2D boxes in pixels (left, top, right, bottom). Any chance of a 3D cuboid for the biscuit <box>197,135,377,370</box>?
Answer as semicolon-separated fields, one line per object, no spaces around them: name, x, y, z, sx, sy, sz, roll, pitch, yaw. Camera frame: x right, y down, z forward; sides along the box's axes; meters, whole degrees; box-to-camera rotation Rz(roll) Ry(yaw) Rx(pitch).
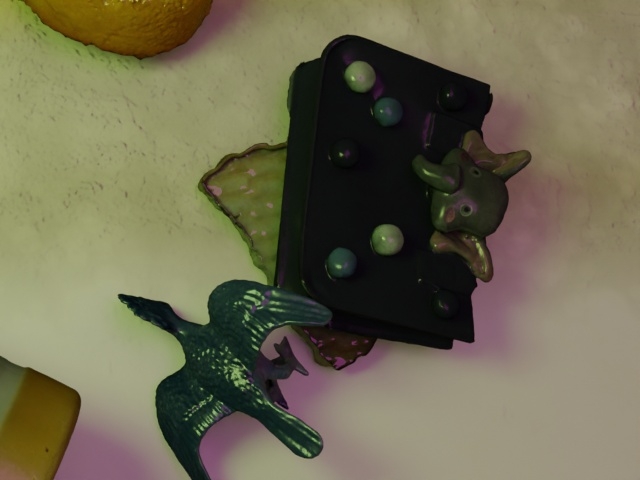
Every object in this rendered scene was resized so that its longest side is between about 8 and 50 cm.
biscuit;0.000;0.000;1.540;0.187;0.036;0.274;-31;87;-25

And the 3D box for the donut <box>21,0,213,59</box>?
donut;-0.223;-0.325;1.510;0.253;0.118;0.254;11;57;-17

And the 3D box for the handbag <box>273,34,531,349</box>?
handbag;0.095;-0.052;1.519;0.269;0.118;0.326;13;71;-23

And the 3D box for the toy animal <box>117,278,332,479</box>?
toy animal;-0.101;0.139;1.405;0.176;0.255;0.239;12;111;-42

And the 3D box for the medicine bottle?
medicine bottle;-0.370;0.198;1.231;0.232;0.238;0.238;28;67;-12
